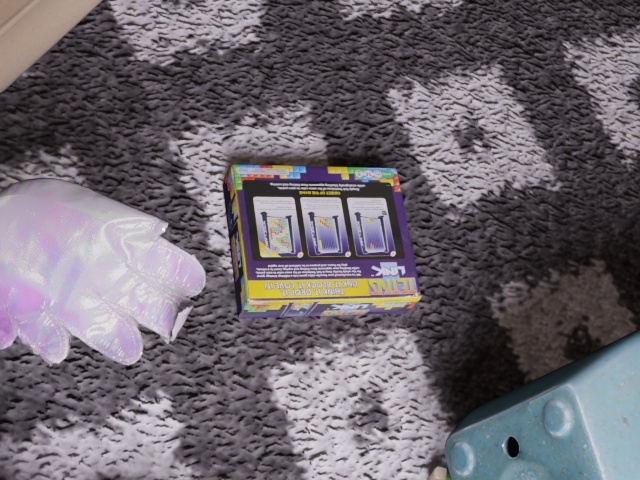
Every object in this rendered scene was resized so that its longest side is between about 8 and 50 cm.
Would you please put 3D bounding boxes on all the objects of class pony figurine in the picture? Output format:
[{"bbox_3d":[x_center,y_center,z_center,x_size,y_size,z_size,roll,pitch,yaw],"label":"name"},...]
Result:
[{"bbox_3d":[-0.289,0.064,0.641,0.351,0.302,0.363,32,14,28],"label":"pony figurine"}]

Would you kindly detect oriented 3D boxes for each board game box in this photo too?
[{"bbox_3d":[0.000,0.000,0.944,0.170,0.048,0.141,0,66,-19],"label":"board game box"}]

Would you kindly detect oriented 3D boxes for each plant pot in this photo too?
[{"bbox_3d":[0.246,0.198,0.776,0.252,0.248,0.247,2,63,-36],"label":"plant pot"}]

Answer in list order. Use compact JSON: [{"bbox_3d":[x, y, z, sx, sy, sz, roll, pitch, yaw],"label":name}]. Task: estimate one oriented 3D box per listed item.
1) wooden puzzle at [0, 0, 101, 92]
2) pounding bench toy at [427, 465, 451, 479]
[{"bbox_3d":[-0.345,-0.276,0.973,0.239,0.044,0.221,38,58,-3],"label":"wooden puzzle"},{"bbox_3d":[0.135,0.235,0.868,0.065,0.052,0.083,-6,66,-21],"label":"pounding bench toy"}]
